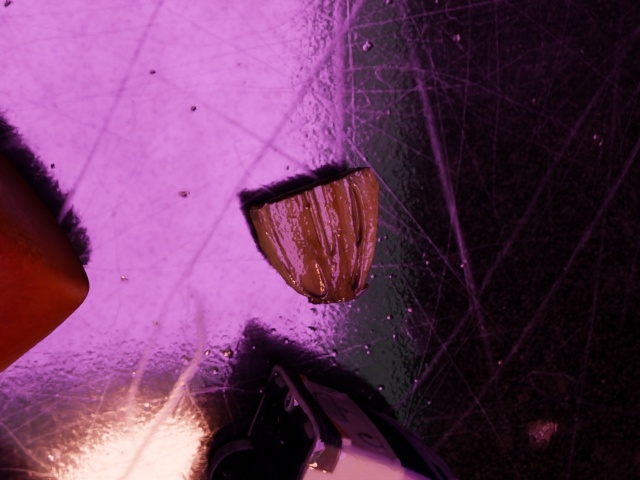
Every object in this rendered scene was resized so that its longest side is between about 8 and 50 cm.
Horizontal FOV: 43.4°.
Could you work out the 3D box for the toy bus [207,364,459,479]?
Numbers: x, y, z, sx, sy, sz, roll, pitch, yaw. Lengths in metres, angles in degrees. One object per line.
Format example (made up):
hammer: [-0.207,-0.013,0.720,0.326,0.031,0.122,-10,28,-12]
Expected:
toy bus: [-0.022,0.387,0.885,0.249,0.209,0.439,21,95,-19]

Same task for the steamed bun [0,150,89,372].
steamed bun: [-0.393,-0.027,0.693,0.235,0.248,0.379,-40,106,-6]

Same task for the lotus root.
lotus root: [-0.003,0.000,0.895,0.143,0.070,0.144,-13,99,-18]
